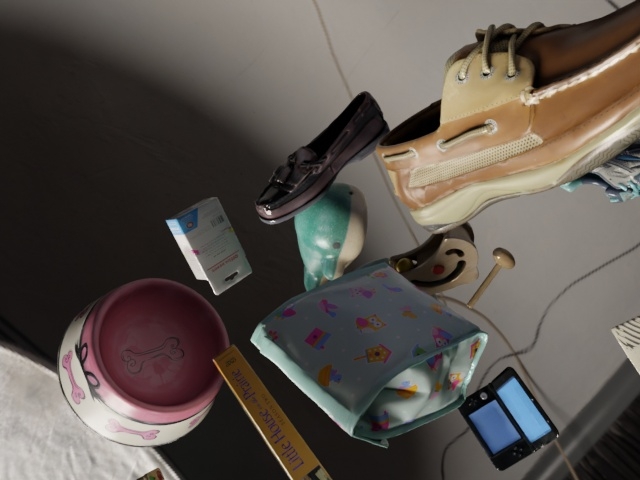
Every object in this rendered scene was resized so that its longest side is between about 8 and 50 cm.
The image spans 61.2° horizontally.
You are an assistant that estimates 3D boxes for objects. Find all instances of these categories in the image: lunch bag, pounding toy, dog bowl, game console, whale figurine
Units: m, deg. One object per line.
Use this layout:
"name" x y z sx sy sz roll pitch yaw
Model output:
"lunch bag" 0.063 0.159 0.764 0.262 0.223 0.160 -13 124 -39
"pounding toy" 0.283 0.056 1.210 0.269 0.155 0.154 -23 127 25
"dog bowl" -0.402 0.273 1.311 0.408 0.408 0.150 36 132 -13
"game console" 0.290 0.281 0.853 0.107 0.071 0.122 -31 60 1
"whale figurine" 0.000 0.000 1.142 0.141 0.216 0.272 13 130 -14

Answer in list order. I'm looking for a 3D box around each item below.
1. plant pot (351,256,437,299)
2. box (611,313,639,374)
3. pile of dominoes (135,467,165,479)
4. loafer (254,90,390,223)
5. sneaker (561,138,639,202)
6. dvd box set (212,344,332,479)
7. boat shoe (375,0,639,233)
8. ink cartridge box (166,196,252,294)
"plant pot" 0.181 0.195 1.439 0.247 0.248 0.252 21 124 -17
"box" 0.564 0.103 0.755 0.113 0.275 0.094 -14 67 -30
"pile of dominoes" -0.245 0.510 0.897 0.040 0.196 0.251 -31 77 -2
"loafer" -0.006 -0.154 0.963 0.302 0.109 0.095 -40 130 -16
"sneaker" 0.551 -0.115 0.927 0.110 0.283 0.122 34 75 -46
"dvd box set" -0.062 0.444 1.120 0.062 0.420 0.307 -33 138 -16
"boat shoe" 0.147 -0.105 0.431 0.120 0.324 0.122 45 58 -6
"ink cartridge box" -0.232 0.012 1.142 0.104 0.061 0.181 -34 109 -32
